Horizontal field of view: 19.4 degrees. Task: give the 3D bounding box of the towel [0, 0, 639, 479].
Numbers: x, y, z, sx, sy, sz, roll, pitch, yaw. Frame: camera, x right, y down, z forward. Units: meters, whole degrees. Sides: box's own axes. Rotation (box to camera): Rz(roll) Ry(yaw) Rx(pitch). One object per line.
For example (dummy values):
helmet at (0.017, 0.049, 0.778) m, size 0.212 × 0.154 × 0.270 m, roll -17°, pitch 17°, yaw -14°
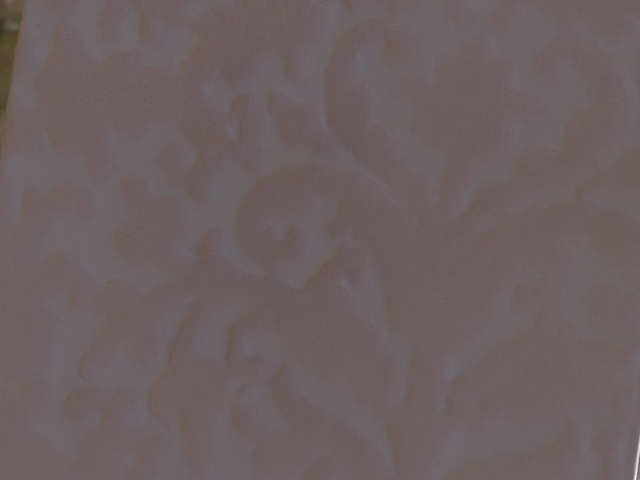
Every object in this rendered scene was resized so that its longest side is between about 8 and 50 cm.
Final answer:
towel at (0.000, 0.000, 0.804) m, size 0.053 × 0.332 × 0.317 m, roll 7°, pitch 92°, yaw -61°
